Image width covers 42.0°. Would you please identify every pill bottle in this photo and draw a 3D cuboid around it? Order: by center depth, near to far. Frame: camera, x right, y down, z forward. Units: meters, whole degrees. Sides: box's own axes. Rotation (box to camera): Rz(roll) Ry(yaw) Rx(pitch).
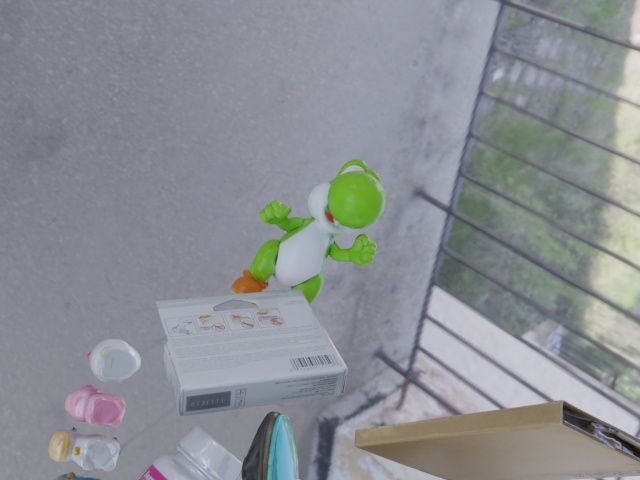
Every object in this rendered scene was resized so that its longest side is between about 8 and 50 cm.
[{"bbox_3d":[-0.237,0.436,1.288,0.283,0.160,0.160,-49,144,-16],"label":"pill bottle"}]

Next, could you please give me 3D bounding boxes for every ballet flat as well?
[{"bbox_3d":[-0.070,0.359,1.041,0.096,0.280,0.095,-16,158,17],"label":"ballet flat"}]

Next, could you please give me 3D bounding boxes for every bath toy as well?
[{"bbox_3d":[-0.499,0.382,1.837,0.152,0.129,0.348,16,85,-19],"label":"bath toy"}]

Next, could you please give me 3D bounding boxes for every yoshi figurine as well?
[{"bbox_3d":[-0.001,-0.006,1.578,0.362,0.203,0.203,-54,143,-9],"label":"yoshi figurine"}]

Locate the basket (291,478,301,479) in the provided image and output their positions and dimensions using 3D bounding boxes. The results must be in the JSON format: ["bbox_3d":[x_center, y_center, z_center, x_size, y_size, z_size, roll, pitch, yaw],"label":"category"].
[{"bbox_3d":[0.001,0.360,0.900,0.113,0.167,0.103,-49,166,-36],"label":"basket"}]

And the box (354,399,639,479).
[{"bbox_3d":[0.156,0.176,0.701,0.164,0.201,0.021,29,57,-37],"label":"box"}]

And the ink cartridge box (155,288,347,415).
[{"bbox_3d":[-0.125,0.178,1.396,0.275,0.239,0.060,-3,120,-20],"label":"ink cartridge box"}]
